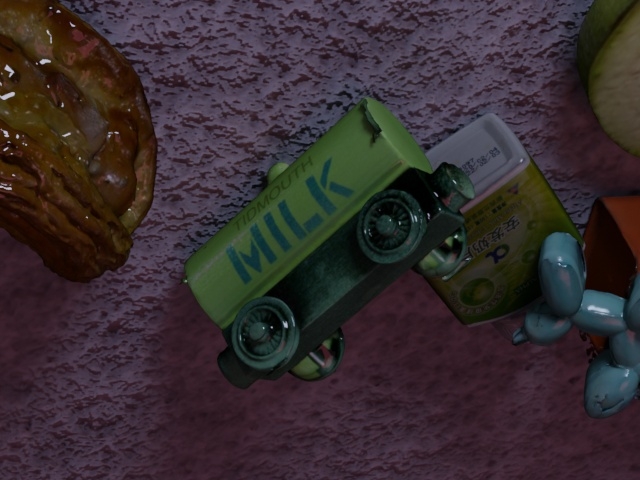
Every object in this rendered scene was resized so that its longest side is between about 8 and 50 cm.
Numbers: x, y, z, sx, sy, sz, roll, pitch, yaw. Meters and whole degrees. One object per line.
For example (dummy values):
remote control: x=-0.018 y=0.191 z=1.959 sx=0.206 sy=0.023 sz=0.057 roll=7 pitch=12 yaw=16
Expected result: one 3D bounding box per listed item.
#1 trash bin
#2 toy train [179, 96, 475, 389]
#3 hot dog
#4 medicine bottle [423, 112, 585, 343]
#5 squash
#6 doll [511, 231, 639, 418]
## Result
trash bin: x=0.353 y=0.049 z=1.404 sx=0.239 sy=0.161 sz=0.184 roll=2 pitch=124 yaw=-14
toy train: x=0.000 y=0.000 z=1.221 sx=0.253 sy=0.157 sz=0.105 roll=-41 pitch=154 yaw=19
hot dog: x=-0.199 y=-0.076 z=1.081 sx=0.114 sy=0.175 sz=0.259 roll=-24 pitch=138 yaw=33
medicine bottle: x=0.148 y=0.001 z=1.320 sx=0.132 sy=0.088 sz=0.188 roll=-36 pitch=129 yaw=5
squash: x=0.331 y=-0.166 z=1.255 sx=0.252 sy=0.049 sz=0.252 roll=-9 pitch=141 yaw=-8
doll: x=0.243 y=0.077 z=1.284 sx=0.159 sy=0.059 sz=0.158 roll=16 pitch=126 yaw=2
